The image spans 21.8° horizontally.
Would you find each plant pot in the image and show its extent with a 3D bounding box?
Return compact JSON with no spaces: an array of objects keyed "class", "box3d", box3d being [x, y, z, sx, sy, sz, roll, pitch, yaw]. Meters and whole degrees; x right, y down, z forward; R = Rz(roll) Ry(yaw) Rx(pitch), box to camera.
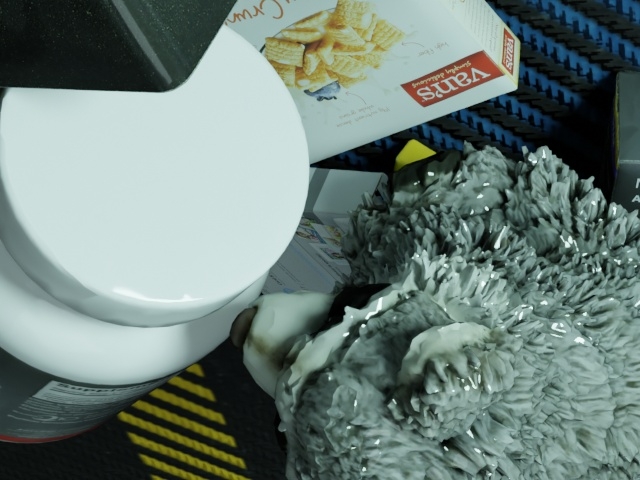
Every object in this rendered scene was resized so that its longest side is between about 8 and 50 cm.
[{"class":"plant pot","box3d":[-0.136,-0.199,0.814,0.188,0.187,0.167,5,143,36]}]

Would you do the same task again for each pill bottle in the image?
[{"class":"pill bottle","box3d":[-0.148,-0.002,1.026,0.210,0.210,0.363,18,159,-16]}]

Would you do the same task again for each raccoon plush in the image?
[{"class":"raccoon plush","box3d":[0.172,0.084,0.931,0.446,0.299,0.216,2,109,-2]}]

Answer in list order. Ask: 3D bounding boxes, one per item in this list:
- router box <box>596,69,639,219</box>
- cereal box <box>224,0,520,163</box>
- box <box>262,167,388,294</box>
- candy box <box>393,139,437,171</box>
[{"class":"router box","box3d":[0.342,-0.001,1.131,0.309,0.081,0.243,3,144,5]},{"class":"cereal box","box3d":[-0.011,-0.147,1.010,0.173,0.047,0.240,-18,138,33]},{"class":"box","box3d":[0.000,0.000,1.168,0.186,0.038,0.145,5,151,39]},{"class":"candy box","box3d":[0.135,0.017,1.152,0.206,0.027,0.105,33,148,15]}]
